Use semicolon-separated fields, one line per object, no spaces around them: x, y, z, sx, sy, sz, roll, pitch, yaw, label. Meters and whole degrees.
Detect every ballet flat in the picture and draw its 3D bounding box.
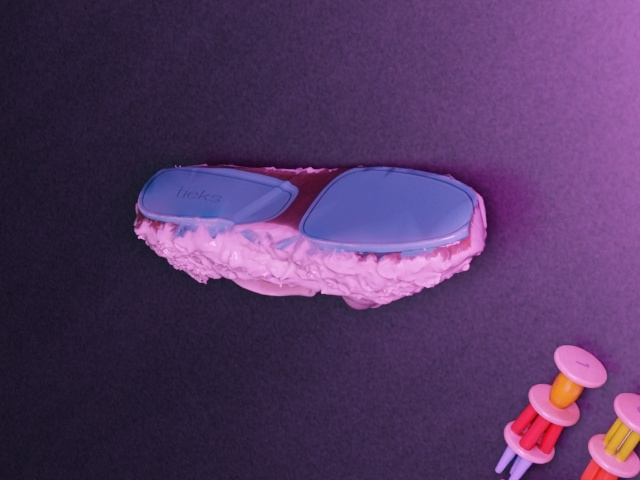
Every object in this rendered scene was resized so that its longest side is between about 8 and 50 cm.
0.000;0.000;1.534;0.408;0.147;0.147;8;108;37;ballet flat

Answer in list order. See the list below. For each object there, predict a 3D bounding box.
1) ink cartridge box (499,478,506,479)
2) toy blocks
0.169;0.323;1.456;0.128;0.176;0.127;18;114;30;ink cartridge box
0.231;0.188;1.448;0.123;0.054;0.148;40;123;20;toy blocks
